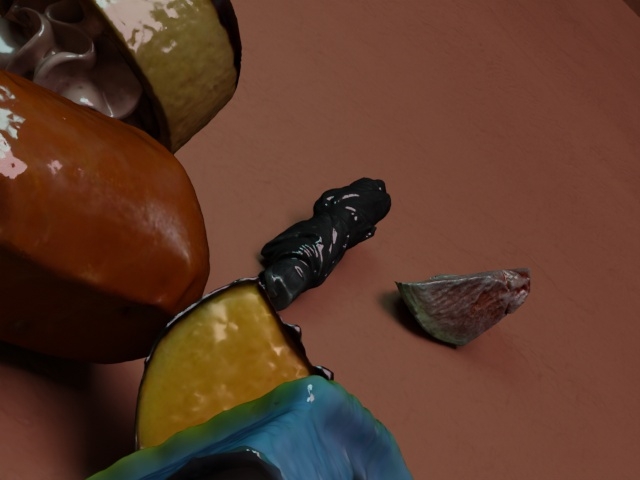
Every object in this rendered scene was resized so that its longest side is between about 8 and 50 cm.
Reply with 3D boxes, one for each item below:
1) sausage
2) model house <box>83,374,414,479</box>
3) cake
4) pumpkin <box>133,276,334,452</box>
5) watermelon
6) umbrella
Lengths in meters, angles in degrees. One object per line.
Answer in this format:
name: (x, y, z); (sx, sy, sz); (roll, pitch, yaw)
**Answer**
sausage: (-0.187, -0.015, 1.053); (0.268, 0.153, 0.141); (27, 45, -40)
model house: (-0.064, 0.200, 0.835); (0.215, 0.237, 0.303); (63, 12, -5)
cake: (-0.180, -0.141, 1.233); (0.178, 0.185, 0.208); (-31, 104, -29)
pumpkin: (-0.035, 0.191, 1.114); (0.169, 0.148, 0.312); (-40, 97, -21)
watermelon: (0.135, 0.053, 1.592); (0.180, 0.094, 0.081); (-13, 69, -46)
umbrella: (0.000, 0.000, 1.453); (0.059, 0.066, 0.235); (56, 27, -5)
